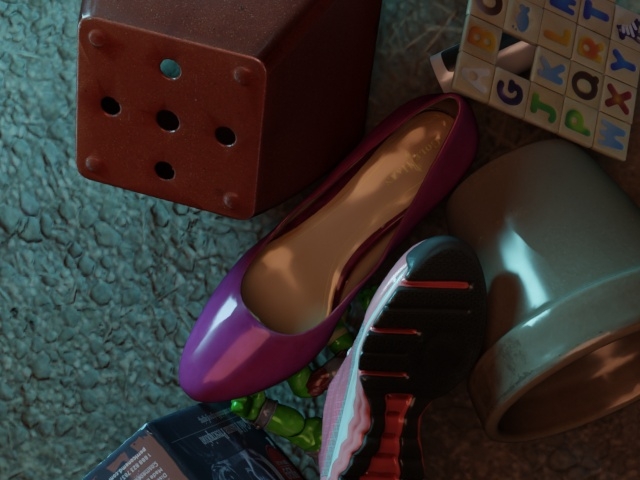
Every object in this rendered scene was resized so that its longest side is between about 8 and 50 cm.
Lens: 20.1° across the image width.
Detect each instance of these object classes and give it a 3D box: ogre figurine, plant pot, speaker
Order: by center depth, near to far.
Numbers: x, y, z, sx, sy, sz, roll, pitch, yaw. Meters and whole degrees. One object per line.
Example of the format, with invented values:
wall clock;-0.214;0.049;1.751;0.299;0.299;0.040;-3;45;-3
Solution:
plant pot;-0.103;-0.171;1.720;0.267;0.236;0.267;15;128;10
plant pot;0.228;0.036;1.728;0.263;0.263;0.229;-30;68;10
speaker;0.181;-0.187;1.812;0.136;0.055;0.055;-23;87;11
ogre figurine;0.016;0.144;1.823;0.197;0.097;0.118;-36;89;-35

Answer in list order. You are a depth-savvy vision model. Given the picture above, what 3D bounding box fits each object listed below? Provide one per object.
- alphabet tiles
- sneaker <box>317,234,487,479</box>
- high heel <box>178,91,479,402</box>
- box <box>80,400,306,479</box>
alphabet tiles;0.231;-0.216;1.749;0.198;0.009;0.237;21;68;-21
sneaker;0.054;0.123;1.692;0.116;0.136;0.314;9;112;-23
high heel;0.000;0.000;1.729;0.127;0.181;0.377;40;77;12
box;-0.085;0.328;1.725;0.179;0.343;0.312;-41;84;8
